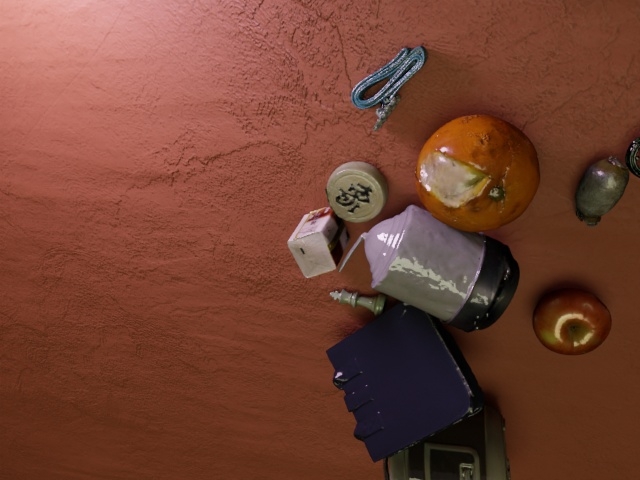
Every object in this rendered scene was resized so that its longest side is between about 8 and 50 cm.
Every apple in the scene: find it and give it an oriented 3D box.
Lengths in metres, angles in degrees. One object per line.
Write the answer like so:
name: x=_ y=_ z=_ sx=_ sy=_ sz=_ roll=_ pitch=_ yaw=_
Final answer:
apple: x=0.570 y=0.183 z=1.201 sx=0.164 sy=0.139 sz=0.163 roll=4 pitch=106 yaw=15

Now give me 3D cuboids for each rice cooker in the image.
rice cooker: x=0.326 y=0.590 z=1.386 sx=0.326 sy=0.335 sz=0.335 roll=-5 pitch=116 yaw=19

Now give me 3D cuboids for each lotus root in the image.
lotus root: x=0.568 y=-0.098 z=1.073 sx=0.088 sy=0.088 sz=0.165 roll=14 pitch=134 yaw=8

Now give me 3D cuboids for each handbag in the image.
handbag: x=0.193 y=0.338 z=1.288 sx=0.329 sy=0.122 sz=0.303 roll=-38 pitch=61 yaw=22

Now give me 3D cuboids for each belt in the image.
belt: x=0.152 y=-0.320 z=1.081 sx=0.179 sy=0.065 sz=0.100 roll=-37 pitch=94 yaw=29

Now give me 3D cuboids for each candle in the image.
candle: x=0.238 y=0.048 z=1.161 sx=0.343 sy=0.221 sz=0.221 roll=25 pitch=122 yaw=-1

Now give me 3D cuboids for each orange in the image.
orange: x=0.310 y=-0.130 z=1.047 sx=0.240 sy=0.240 sz=0.239 roll=7 pitch=119 yaw=12

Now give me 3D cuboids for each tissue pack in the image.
tissue pack: x=0.001 y=0.000 z=1.245 sx=0.099 sy=0.148 sz=0.106 roll=-18 pitch=112 yaw=24

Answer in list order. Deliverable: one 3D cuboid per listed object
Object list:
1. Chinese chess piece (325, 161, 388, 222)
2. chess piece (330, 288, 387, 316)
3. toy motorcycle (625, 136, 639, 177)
Chinese chess piece: x=0.084 y=-0.111 z=1.215 sx=0.144 sy=0.058 sz=0.144 roll=7 pitch=120 yaw=13
chess piece: x=0.096 y=0.154 z=1.362 sx=0.149 sy=0.059 sz=0.059 roll=13 pitch=121 yaw=14
toy motorcycle: x=0.762 y=-0.146 z=0.977 sx=0.331 sy=0.125 sz=0.196 roll=27 pitch=123 yaw=5
